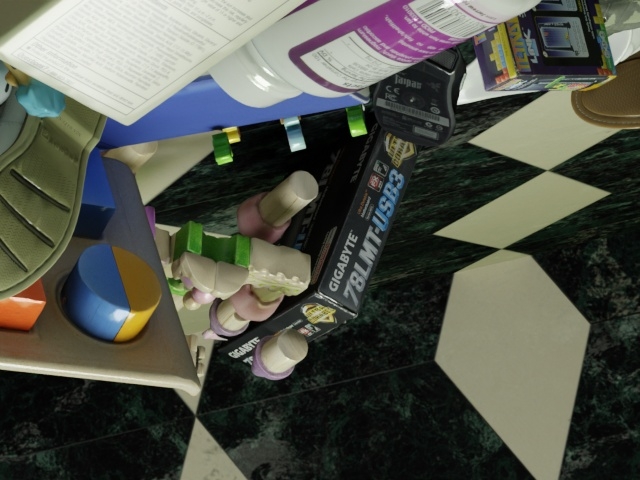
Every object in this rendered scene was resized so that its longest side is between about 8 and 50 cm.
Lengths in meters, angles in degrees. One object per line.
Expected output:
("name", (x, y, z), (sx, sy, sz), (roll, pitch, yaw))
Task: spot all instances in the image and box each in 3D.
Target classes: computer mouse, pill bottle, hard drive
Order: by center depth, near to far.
("pill bottle", (0.036, -0.222, 1.559), (0.301, 0.169, 0.169), (-22, 167, 38))
("hard drive", (-0.132, -0.148, 1.879), (0.319, 0.040, 0.210), (-9, 171, 18))
("computer mouse", (0.143, -0.184, 1.913), (0.184, 0.060, 0.262), (14, 151, 15))

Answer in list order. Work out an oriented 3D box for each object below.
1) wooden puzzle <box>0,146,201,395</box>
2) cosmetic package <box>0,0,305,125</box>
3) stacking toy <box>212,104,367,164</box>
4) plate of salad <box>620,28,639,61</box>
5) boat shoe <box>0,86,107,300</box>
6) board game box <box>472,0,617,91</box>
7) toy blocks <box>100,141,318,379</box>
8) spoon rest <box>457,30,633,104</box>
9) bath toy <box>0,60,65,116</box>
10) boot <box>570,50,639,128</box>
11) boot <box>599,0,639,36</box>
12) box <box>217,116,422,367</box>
("wooden puzzle", (-0.285, -0.004, 1.809), (0.348, 0.322, 0.080), (14, 128, -35))
("cosmetic package", (-0.084, -0.226, 1.286), (0.309, 0.113, 0.160), (-33, 146, 21))
("stacking toy", (-0.033, -0.130, 2.029), (0.167, 0.052, 0.221), (-14, -162, 2))
("plate of salad", (0.291, -0.231, 2.139), (0.200, 0.048, 0.200), (-10, 168, -2))
("boat shoe", (-0.289, -0.061, 1.715), (0.103, 0.302, 0.113), (-10, 134, 37))
("board game box", (0.200, -0.227, 1.727), (0.141, 0.170, 0.048), (-4, 167, -38))
("toy blocks", (-0.183, 0.064, 2.220), (0.288, 0.309, 0.260), (16, 150, -26))
("spoon rest", (0.209, -0.207, 2.016), (0.276, 0.084, 0.137), (-15, 133, 19))
("bath toy", (-0.396, -0.118, 1.669), (0.348, 0.129, 0.151), (-17, 169, 21))
("boot", (0.472, -0.204, 2.413), (0.283, 0.109, 0.220), (-22, 172, 6))
("boot", (0.299, -0.234, 1.936), (0.246, 0.083, 0.161), (0, 145, -21))
("box", (0.000, 0.000, 2.374), (0.073, 0.295, 0.293), (29, 152, -16))
